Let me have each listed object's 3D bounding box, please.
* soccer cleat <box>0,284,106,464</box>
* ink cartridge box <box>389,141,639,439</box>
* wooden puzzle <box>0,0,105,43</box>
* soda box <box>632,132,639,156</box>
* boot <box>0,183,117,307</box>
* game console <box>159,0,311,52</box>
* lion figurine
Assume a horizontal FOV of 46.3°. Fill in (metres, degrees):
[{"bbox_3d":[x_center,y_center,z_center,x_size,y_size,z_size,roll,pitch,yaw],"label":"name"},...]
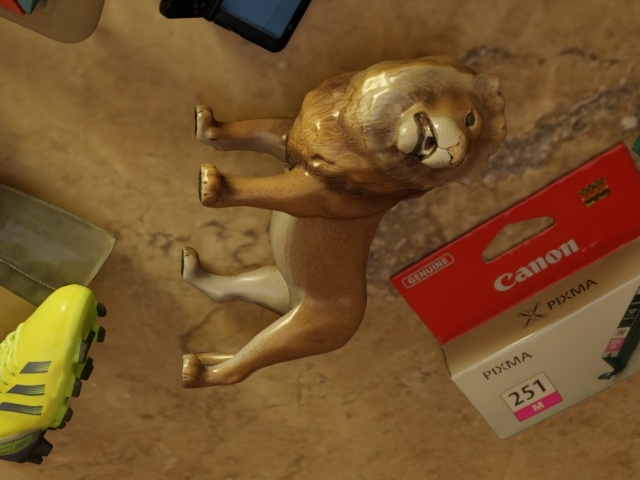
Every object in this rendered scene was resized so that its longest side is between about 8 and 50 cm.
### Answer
[{"bbox_3d":[-0.287,0.130,0.709,0.121,0.093,0.289,26,134,-13],"label":"soccer cleat"},{"bbox_3d":[0.249,0.066,0.781,0.275,0.060,0.239,-32,121,14],"label":"ink cartridge box"},{"bbox_3d":[-0.249,-0.246,0.492,0.239,0.044,0.221,18,141,-18],"label":"wooden puzzle"},{"bbox_3d":[0.411,-0.084,0.696,0.210,0.067,0.071,8,121,-11],"label":"soda box"},{"bbox_3d":[-0.323,0.011,0.685,0.208,0.076,0.189,34,115,-31],"label":"boot"},{"bbox_3d":[-0.049,-0.208,0.569,0.071,0.107,0.122,36,115,6],"label":"game console"},{"bbox_3d":[0.000,0.000,0.686,0.240,0.142,0.392,1,137,-16],"label":"lion figurine"}]
